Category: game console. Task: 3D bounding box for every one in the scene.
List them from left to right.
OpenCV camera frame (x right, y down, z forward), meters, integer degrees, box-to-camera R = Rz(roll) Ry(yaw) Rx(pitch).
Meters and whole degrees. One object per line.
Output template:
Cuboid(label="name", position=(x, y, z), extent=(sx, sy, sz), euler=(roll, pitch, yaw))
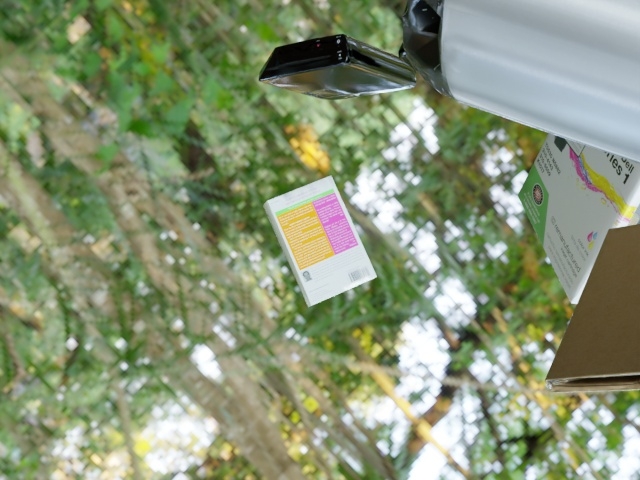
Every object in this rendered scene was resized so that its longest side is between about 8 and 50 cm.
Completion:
Cuboid(label="game console", position=(0.119, -0.225, 1.517), extent=(0.361, 0.044, 0.213), euler=(-7, 176, 27))

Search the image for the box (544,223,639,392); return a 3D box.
Cuboid(label="box", position=(0.296, 0.049, 1.072), extent=(0.164, 0.021, 0.201), euler=(-10, -145, 40))

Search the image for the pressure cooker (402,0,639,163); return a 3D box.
Cuboid(label="pressure cooker", position=(0.304, -0.209, 0.833), extent=(0.370, 0.420, 0.375), euler=(-56, 159, -34))

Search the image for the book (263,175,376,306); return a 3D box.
Cuboid(label="book", position=(0.000, 0.000, 1.596), extent=(0.096, 0.144, 0.035), euler=(-23, 176, -14))

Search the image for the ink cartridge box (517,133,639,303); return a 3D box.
Cuboid(label="ink cartridge box", position=(0.371, -0.087, 1.531), extent=(0.278, 0.117, 0.201), euler=(110, -27, -42))
